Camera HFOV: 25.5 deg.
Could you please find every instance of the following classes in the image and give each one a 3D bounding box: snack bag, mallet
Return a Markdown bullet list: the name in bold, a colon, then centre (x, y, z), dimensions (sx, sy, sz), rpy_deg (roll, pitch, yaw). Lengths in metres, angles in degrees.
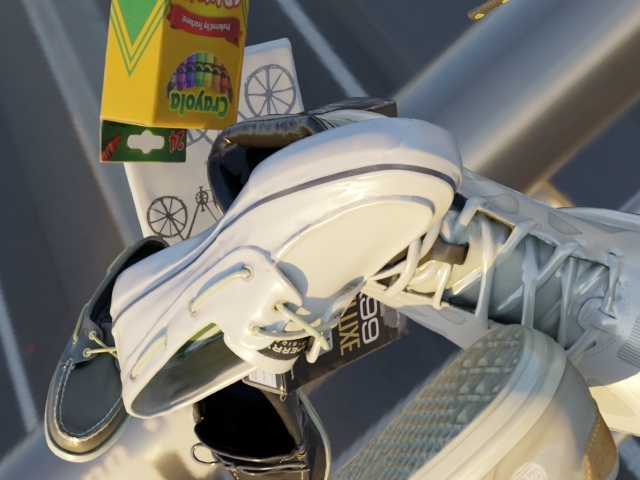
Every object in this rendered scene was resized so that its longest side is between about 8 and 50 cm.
- **snack bag**: centre (-0.135, -0.098, 2.052), dimensions (0.323, 0.342, 0.037), rpy_deg (-21, 13, -32)
- **mallet**: centre (0.235, -0.309, 1.716), dimensions (0.190, 0.062, 0.039), rpy_deg (-21, 71, 49)

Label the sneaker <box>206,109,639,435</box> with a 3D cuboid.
- **sneaker**: centre (0.104, 0.033, 1.004), dimensions (0.448, 0.257, 0.169), rpy_deg (26, 104, 24)

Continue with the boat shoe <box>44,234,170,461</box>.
- **boat shoe**: centre (-0.250, 0.123, 1.701), dimensions (0.091, 0.109, 0.305), rpy_deg (108, -178, -51)

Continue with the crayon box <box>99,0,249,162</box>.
- **crayon box**: centre (-0.175, -0.249, 1.754), dimensions (0.081, 0.202, 0.318), rpy_deg (10, 98, 26)

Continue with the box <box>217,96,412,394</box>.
- **box**: centre (0.000, 0.000, 1.696), dimensions (0.077, 0.242, 0.307), rpy_deg (10, 111, 42)

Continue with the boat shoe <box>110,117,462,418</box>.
- **boat shoe**: centre (-0.017, 0.024, 0.638), dimensions (0.226, 0.083, 0.075), rpy_deg (-33, 51, 47)

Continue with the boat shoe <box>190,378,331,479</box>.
- **boat shoe**: centre (-0.096, 0.255, 1.967), dimensions (0.187, 0.500, 0.156), rpy_deg (9, 49, 15)

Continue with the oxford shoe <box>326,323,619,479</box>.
- **oxford shoe**: centre (0.043, 0.238, 1.030), dimensions (0.449, 0.130, 0.169), rpy_deg (-45, 14, 28)
